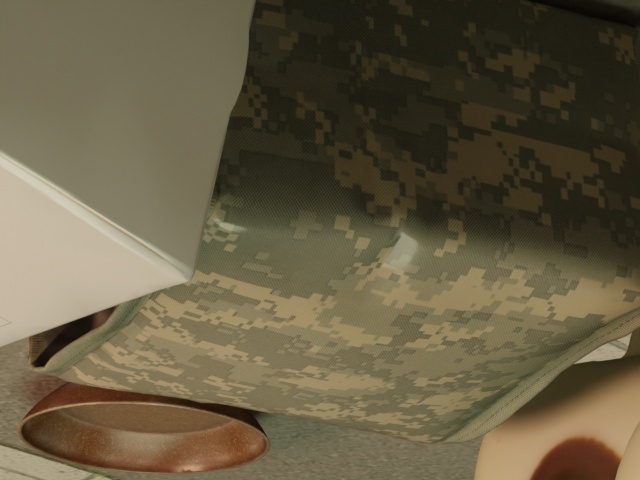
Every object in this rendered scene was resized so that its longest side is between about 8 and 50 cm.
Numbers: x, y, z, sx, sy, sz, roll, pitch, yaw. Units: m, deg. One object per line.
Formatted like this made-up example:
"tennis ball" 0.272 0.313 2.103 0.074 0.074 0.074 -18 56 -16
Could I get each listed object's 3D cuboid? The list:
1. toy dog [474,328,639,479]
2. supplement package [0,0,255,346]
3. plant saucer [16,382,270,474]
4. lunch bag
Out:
"toy dog" 0.223 0.125 0.823 0.395 0.284 0.408 6 174 -1
"supplement package" -0.187 -0.062 0.641 0.293 0.177 0.175 -20 138 41
"plant saucer" -0.138 0.143 1.321 0.199 0.036 0.198 1 158 0
"lunch bag" 0.000 0.000 0.810 0.235 0.169 0.287 10 151 -20
